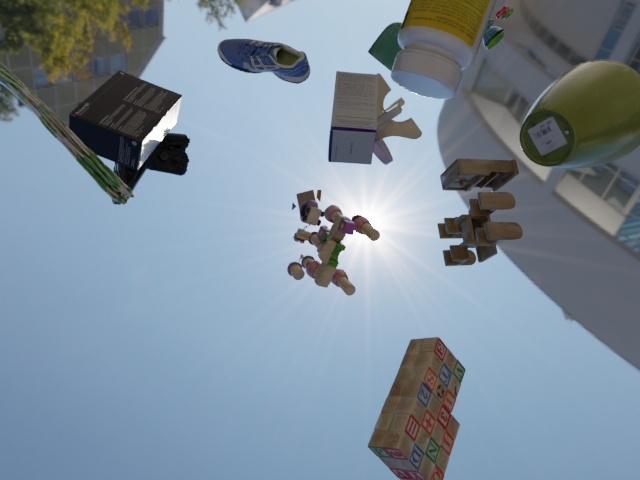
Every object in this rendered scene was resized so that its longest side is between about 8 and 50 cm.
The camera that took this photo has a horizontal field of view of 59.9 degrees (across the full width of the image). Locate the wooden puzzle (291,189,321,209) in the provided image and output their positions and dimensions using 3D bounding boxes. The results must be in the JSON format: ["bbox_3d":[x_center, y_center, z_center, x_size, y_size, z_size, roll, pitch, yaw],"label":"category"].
[{"bbox_3d":[-0.050,-0.149,2.058,0.117,0.014,0.078,-7,-108,10],"label":"wooden puzzle"}]

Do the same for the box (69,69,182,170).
[{"bbox_3d":[-0.502,-0.318,1.445,0.185,0.103,0.261,23,-139,-5],"label":"box"}]

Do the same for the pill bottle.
[{"bbox_3d":[0.184,-0.323,0.809,0.119,0.208,0.119,20,-179,0],"label":"pill bottle"}]

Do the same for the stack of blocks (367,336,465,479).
[{"bbox_3d":[0.239,0.393,1.282,0.171,0.087,0.297,50,-131,-23],"label":"stack of blocks"}]

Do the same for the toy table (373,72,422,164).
[{"bbox_3d":[0.212,-0.414,1.887,0.274,0.161,0.252,48,-157,-21],"label":"toy table"}]

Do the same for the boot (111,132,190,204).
[{"bbox_3d":[-0.504,-0.214,1.663,0.207,0.246,0.094,8,-174,-35],"label":"boot"}]

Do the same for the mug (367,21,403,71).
[{"bbox_3d":[0.191,-0.395,1.188,0.158,0.097,0.129,40,-163,6],"label":"mug"}]

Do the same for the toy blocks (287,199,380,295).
[{"bbox_3d":[0.000,0.000,1.994,0.309,0.288,0.260,16,-165,-28],"label":"toy blocks"}]

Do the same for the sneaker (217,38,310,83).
[{"bbox_3d":[-0.123,-0.413,1.228,0.211,0.081,0.080,10,-100,-3],"label":"sneaker"}]

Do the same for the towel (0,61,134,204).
[{"bbox_3d":[-0.506,-0.205,1.068,0.038,0.324,0.248,-47,-151,-12],"label":"towel"}]

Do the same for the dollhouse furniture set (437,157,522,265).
[{"bbox_3d":[0.409,-0.071,1.373,0.161,0.212,0.241,-1,-109,-16],"label":"dollhouse furniture set"}]

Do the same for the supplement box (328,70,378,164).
[{"bbox_3d":[0.082,-0.307,1.383,0.114,0.111,0.219,4,-125,0],"label":"supplement box"}]

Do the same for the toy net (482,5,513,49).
[{"bbox_3d":[0.454,-0.573,1.503,0.232,0.122,0.045,-26,-102,-48],"label":"toy net"}]

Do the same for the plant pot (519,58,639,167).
[{"bbox_3d":[0.628,-0.288,1.385,0.294,0.274,0.275,-26,-127,-37],"label":"plant pot"}]
